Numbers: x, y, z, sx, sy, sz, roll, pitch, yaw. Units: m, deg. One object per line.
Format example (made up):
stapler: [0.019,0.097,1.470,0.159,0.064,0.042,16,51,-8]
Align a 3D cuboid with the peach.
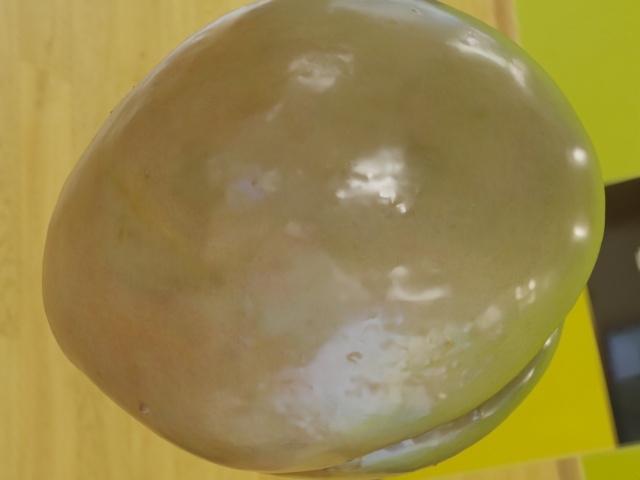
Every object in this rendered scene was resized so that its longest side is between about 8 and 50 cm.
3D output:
peach: [0.000,0.001,0.713,0.292,0.292,0.247,21,67,-55]
